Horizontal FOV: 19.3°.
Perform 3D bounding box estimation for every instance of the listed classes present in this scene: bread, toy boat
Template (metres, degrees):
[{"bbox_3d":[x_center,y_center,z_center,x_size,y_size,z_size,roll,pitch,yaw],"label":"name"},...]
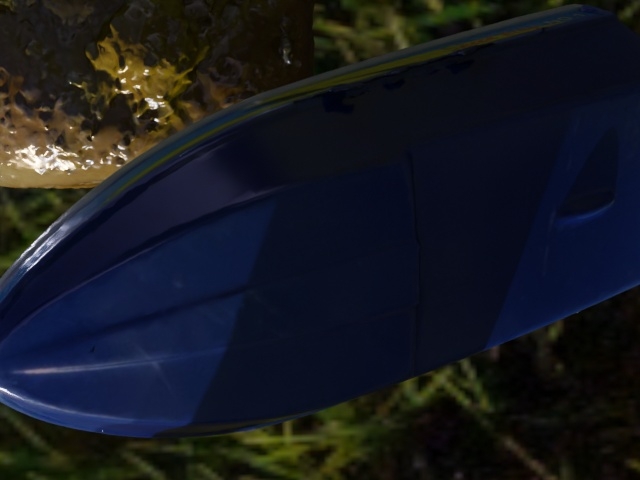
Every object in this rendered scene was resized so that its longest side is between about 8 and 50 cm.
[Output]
[{"bbox_3d":[-0.123,-0.127,1.176,0.176,0.246,0.195,81,-172,-83],"label":"bread"},{"bbox_3d":[0.000,0.000,0.692,0.088,0.295,0.129,28,128,48],"label":"toy boat"}]
